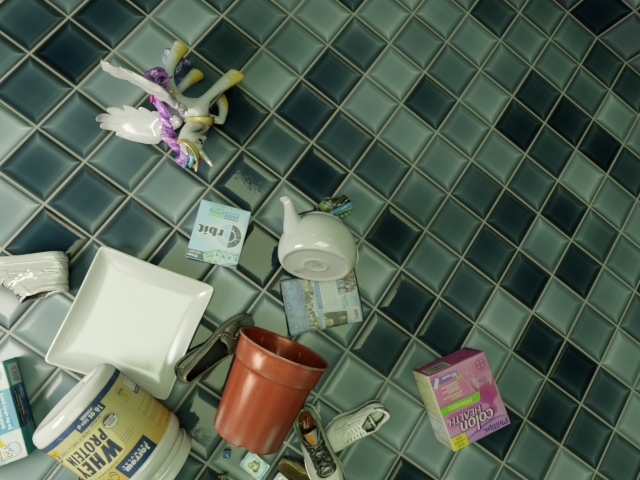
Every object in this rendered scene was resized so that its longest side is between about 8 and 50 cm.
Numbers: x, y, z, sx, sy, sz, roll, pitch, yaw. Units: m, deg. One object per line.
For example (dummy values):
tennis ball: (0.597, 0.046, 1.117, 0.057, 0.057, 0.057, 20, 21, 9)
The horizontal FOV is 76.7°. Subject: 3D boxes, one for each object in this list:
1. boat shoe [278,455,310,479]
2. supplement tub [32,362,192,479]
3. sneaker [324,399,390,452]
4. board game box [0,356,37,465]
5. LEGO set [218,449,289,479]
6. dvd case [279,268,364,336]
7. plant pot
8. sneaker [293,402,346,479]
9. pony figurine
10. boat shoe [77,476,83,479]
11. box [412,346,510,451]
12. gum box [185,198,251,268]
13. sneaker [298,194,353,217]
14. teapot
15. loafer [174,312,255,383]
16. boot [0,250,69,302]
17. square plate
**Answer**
boat shoe: (-0.056, 0.693, 1.208, 0.152, 0.049, 0.056, 39, 99, -3)
supplement tub: (-0.514, 0.495, 1.033, 0.228, 0.228, 0.316, -47, 106, -14)
sneaker: (0.104, 0.573, 1.238, 0.235, 0.095, 0.090, -32, 92, -11)
board game box: (-0.946, 0.482, 1.033, 0.337, 0.079, 0.253, -17, 86, -14)
LEGO set: (-0.214, 0.724, 1.172, 0.244, 0.060, 0.182, 38, 66, 2)
dvd case: (0.007, 0.194, 1.306, 0.253, 0.022, 0.180, -9, 84, -13)
plant pot: (-0.152, 0.419, 1.131, 0.273, 0.272, 0.264, 24, 86, -8)
sneaker: (-0.012, 0.604, 1.162, 0.101, 0.108, 0.271, -25, 66, -8)
pony figurine: (-0.433, -0.405, 1.190, 0.351, 0.303, 0.363, 23, 63, -17)
boat shoe: (-0.615, 0.625, 1.093, 0.064, 0.060, 0.177, 20, 79, -9)
box: (0.452, 0.504, 1.310, 0.214, 0.117, 0.242, -18, 87, -14)
gum box: (-0.314, -0.019, 1.256, 0.157, 0.041, 0.184, 15, 80, -10)
sneaker: (0.013, -0.099, 1.332, 0.188, 0.067, 0.078, -20, 57, -7)
teapot: (0.000, 0.000, 1.235, 0.253, 0.256, 0.186, 6, 58, 3)
loafer: (-0.291, 0.317, 1.173, 0.268, 0.084, 0.096, -38, 110, -23)
boot: (-0.829, 0.110, 1.099, 0.259, 0.095, 0.123, -10, 78, -14)
square plate: (-0.537, 0.235, 1.170, 0.345, 0.049, 0.346, 22, 79, -9)
